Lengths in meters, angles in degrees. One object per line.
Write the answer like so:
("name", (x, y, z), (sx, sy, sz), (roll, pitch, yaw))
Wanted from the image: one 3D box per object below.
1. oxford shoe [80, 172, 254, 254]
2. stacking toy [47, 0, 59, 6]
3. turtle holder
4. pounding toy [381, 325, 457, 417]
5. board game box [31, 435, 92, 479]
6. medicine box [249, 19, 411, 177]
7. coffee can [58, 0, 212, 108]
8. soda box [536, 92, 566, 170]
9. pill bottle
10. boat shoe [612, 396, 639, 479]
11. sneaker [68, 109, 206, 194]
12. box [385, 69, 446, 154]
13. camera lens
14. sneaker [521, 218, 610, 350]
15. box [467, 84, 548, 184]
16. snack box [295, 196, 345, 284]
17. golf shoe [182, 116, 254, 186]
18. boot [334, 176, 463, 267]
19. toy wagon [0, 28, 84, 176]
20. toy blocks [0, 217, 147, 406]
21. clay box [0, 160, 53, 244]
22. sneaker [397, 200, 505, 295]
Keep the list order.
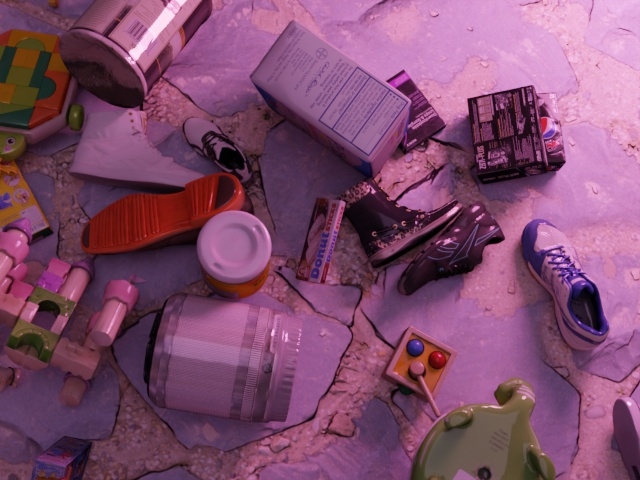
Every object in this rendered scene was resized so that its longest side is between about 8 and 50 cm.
("oxford shoe", (-0.308, -0.023, 1.690), (0.363, 0.133, 0.130), (-12, 59, 13))
("stacking toy", (-0.520, -0.623, 1.870), (0.166, 0.052, 0.221), (0, 74, -5))
("turtle holder", (0.288, 0.408, 1.566), (0.243, 0.227, 0.320), (6, 74, -2))
("pounding toy", (0.201, 0.264, 1.663), (0.130, 0.100, 0.141), (28, 74, 4))
("board game box", (-0.483, 0.452, 1.506), (0.060, 0.194, 0.194), (13, 74, -1))
("medicine box", (0.029, -0.278, 1.699), (0.289, 0.263, 0.149), (37, 91, 6))
("coffee can", (-0.379, -0.441, 1.726), (0.201, 0.201, 0.275), (28, 62, 3))
("soda box", (0.501, -0.240, 1.846), (0.053, 0.060, 0.169), (-3, 75, -1))
("pill bottle", (-0.166, 0.039, 1.618), (0.136, 0.246, 0.136), (1, 75, -5))
("boat shoe", (0.662, 0.434, 1.669), (0.084, 0.095, 0.258), (-14, 87, -13))
("sneaker", (-0.363, -0.191, 1.737), (0.292, 0.108, 0.169), (11, 77, -1))
("box", (0.187, -0.286, 1.849), (0.116, 0.029, 0.162), (-35, 82, -12))
("camera lens", (-0.184, 0.223, 1.580), (0.274, 0.219, 0.219), (10, 74, -2))
("sneaker", (0.520, 0.079, 1.726), (0.111, 0.131, 0.297), (-22, 76, -8))
("box", (0.404, -0.227, 1.799), (0.147, 0.077, 0.180), (-10, 74, 18))
("snack box", (0.000, 0.000, 1.731), (0.064, 0.022, 0.178), (9, 81, 34))
("golf shoe", (-0.215, -0.201, 1.760), (0.198, 0.094, 0.077), (42, 77, 8))
("boot", (0.165, -0.070, 1.760), (0.236, 0.085, 0.179), (-31, 77, -11))
("toy wagon", (-0.627, -0.292, 1.738), (0.267, 0.068, 0.344), (8, 60, -3))
("toy blocks", (-0.514, 0.121, 1.610), (0.288, 0.309, 0.260), (24, 41, -10))
("clay box", (-0.659, -0.084, 1.710), (0.127, 0.053, 0.222), (-29, 77, -14))
("sneaker", (0.274, 0.032, 1.734), (0.267, 0.101, 0.106), (-42, 84, -13))
